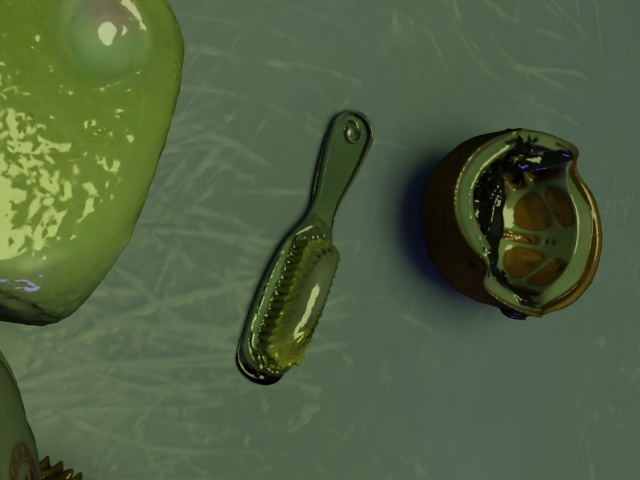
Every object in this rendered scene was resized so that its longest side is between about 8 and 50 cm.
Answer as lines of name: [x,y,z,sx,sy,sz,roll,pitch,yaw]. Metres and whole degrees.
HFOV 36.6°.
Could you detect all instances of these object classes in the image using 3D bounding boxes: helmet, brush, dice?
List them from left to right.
dice: [-0.259,-0.094,0.654,0.250,0.252,0.254,25,75,-32]
brush: [0.000,0.000,0.939,0.068,0.060,0.296,28,72,-27]
helmet: [0.189,-0.020,1.028,0.224,0.130,0.198,25,77,-41]

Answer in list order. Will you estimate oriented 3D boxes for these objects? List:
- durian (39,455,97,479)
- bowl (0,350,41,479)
durian: [-0.206,0.226,0.712,0.153,0.186,0.260,-49,150,9]
bowl: [-0.268,0.121,0.531,0.337,0.337,0.157,72,22,-9]
